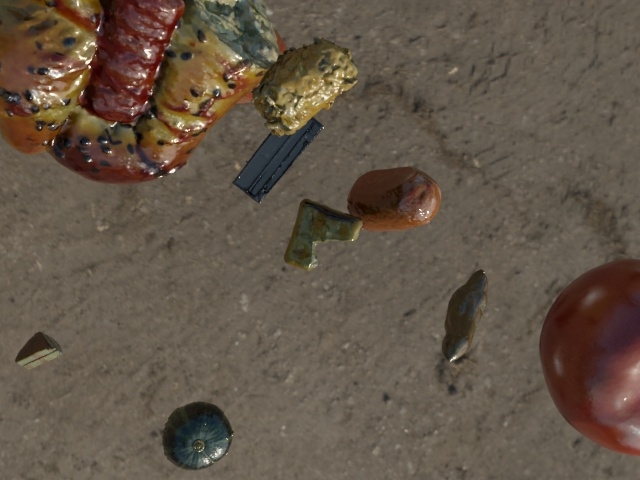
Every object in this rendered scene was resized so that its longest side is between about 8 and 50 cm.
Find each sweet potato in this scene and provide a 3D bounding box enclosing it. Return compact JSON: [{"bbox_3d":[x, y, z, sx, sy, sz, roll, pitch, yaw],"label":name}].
[{"bbox_3d":[0.206,0.117,1.114,0.182,0.054,0.053,-59,136,-46],"label":"sweet potato"}]

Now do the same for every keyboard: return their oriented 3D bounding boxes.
[{"bbox_3d":[-0.098,-0.188,1.683,0.087,0.017,0.250,39,120,-6],"label":"keyboard"}]

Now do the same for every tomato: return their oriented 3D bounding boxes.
[{"bbox_3d":[0.311,0.113,0.771,0.195,0.136,0.195,-3,103,-14],"label":"tomato"}]

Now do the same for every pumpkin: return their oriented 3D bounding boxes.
[{"bbox_3d":[-0.335,0.528,2.075,0.190,0.146,0.190,2,85,-24],"label":"pumpkin"}]

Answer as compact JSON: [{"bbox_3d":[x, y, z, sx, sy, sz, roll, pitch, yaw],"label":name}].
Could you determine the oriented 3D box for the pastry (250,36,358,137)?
[{"bbox_3d":[-0.015,-0.116,0.580,0.080,0.140,0.056,-41,105,4],"label":"pastry"}]

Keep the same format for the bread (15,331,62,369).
[{"bbox_3d":[-0.543,0.207,1.494,0.043,0.109,0.062,42,38,-40],"label":"bread"}]

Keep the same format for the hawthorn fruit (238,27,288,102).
[{"bbox_3d":[-0.169,-0.417,1.812,0.262,0.211,0.210,14,98,-68],"label":"hawthorn fruit"}]

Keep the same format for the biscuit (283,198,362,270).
[{"bbox_3d":[0.000,0.000,1.923,0.039,0.174,0.183,-2,114,-69],"label":"biscuit"}]

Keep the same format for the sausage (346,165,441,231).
[{"bbox_3d":[0.185,-0.102,1.932,0.141,0.268,0.153,50,55,-28],"label":"sausage"}]

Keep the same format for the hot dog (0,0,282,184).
[{"bbox_3d":[-0.295,-0.237,1.036,0.367,0.196,0.365,28,129,-34],"label":"hot dog"}]
